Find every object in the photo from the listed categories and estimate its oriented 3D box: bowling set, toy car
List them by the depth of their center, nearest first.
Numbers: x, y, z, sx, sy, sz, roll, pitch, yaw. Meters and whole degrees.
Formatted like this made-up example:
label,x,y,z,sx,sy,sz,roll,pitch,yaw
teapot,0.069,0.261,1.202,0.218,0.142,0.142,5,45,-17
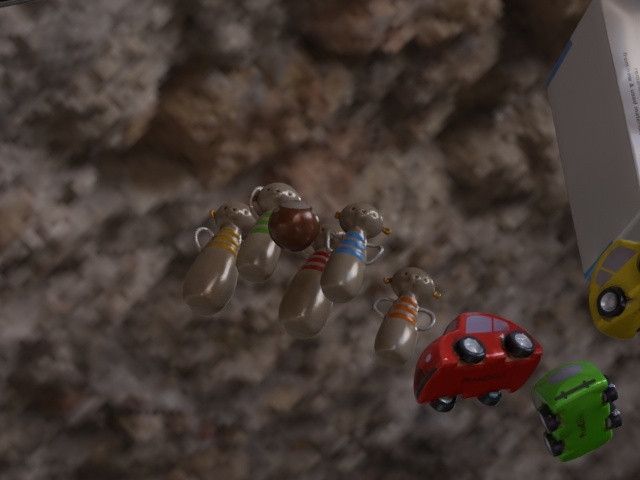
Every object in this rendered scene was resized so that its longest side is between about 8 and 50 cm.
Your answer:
label,x,y,z,sx,sy,sz,roll,pitch,yaw
toy car,0.179,0.091,1.403,0.225,0.239,0.053,73,-10,-54
bowling set,0.000,0.000,2.034,0.287,0.154,0.200,17,-39,4

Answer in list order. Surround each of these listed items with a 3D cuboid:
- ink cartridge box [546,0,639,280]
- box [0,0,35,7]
label,x,y,z,sx,sy,sz,roll,pitch,yaw
ink cartridge box,0.358,-0.098,1.608,0.198,0.270,0.197,111,-28,-71
box,-0.313,-0.434,1.608,0.480,0.471,0.297,-103,-177,-49
